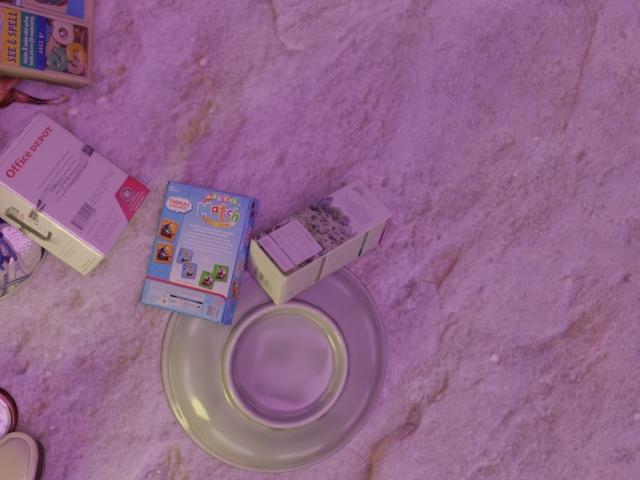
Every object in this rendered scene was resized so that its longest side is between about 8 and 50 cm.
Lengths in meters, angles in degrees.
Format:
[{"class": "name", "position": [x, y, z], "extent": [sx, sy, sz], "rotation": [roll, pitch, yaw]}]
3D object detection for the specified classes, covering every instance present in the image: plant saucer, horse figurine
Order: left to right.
[{"class": "horse figurine", "position": [-0.515, -0.291, 1.553], "extent": [0.174, 0.066, 0.263], "rotation": [-19, 103, -10]}, {"class": "plant saucer", "position": [-0.066, 0.205, 1.665], "extent": [0.400, 0.100, 0.400], "rotation": [0, 91, -14]}]

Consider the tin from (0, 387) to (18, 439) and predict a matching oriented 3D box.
[{"class": "tin", "position": [-0.570, 0.315, 1.571], "extent": [0.106, 0.040, 0.189], "rotation": [43, 81, -7]}]

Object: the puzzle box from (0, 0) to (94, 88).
[{"class": "puzzle box", "position": [-0.469, -0.453, 1.487], "extent": [0.272, 0.052, 0.409], "rotation": [4, 84, -44]}]

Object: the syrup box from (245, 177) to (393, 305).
[{"class": "syrup box", "position": [0.000, 0.000, 1.637], "extent": [0.237, 0.096, 0.093], "rotation": [-30, 66, -28]}]

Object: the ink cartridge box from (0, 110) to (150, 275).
[{"class": "ink cartridge box", "position": [-0.406, -0.074, 1.543], "extent": [0.218, 0.092, 0.158], "rotation": [38, 49, -14]}]

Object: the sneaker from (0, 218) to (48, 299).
[{"class": "sneaker", "position": [-0.536, 0.063, 1.525], "extent": [0.296, 0.131, 0.112], "rotation": [-45, 99, -11]}]

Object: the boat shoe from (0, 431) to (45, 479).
[{"class": "boat shoe", "position": [-0.510, 0.461, 1.558], "extent": [0.117, 0.097, 0.324], "rotation": [15, 83, 25]}]

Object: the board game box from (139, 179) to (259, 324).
[{"class": "board game box", "position": [-0.200, 0.019, 1.615], "extent": [0.160, 0.039, 0.211], "rotation": [12, 89, 21]}]
